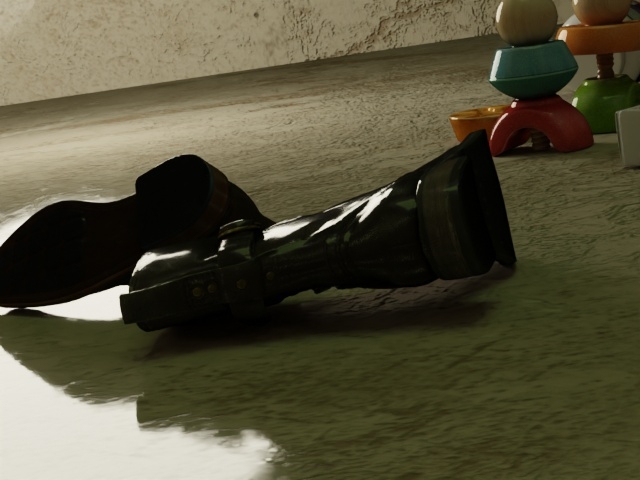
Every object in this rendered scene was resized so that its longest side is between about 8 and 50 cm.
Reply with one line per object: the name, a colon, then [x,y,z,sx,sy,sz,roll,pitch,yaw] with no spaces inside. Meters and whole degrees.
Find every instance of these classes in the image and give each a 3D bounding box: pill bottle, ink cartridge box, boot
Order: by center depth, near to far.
boot: [0.000,0.000,1.168,0.229,0.091,0.263,-13,1,14]
boot: [-0.130,0.015,1.276,0.219,0.082,0.106,-19,-32,31]
ink cartridge box: [0.327,-0.099,1.582,0.088,0.052,0.122,1,12,44]
pill bottle: [0.338,-0.226,2.156,0.108,0.108,0.193,-3,11,23]

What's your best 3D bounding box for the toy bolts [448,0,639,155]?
toy bolts: [0.211,-0.179,1.821,0.218,0.158,0.228,-3,10,25]
